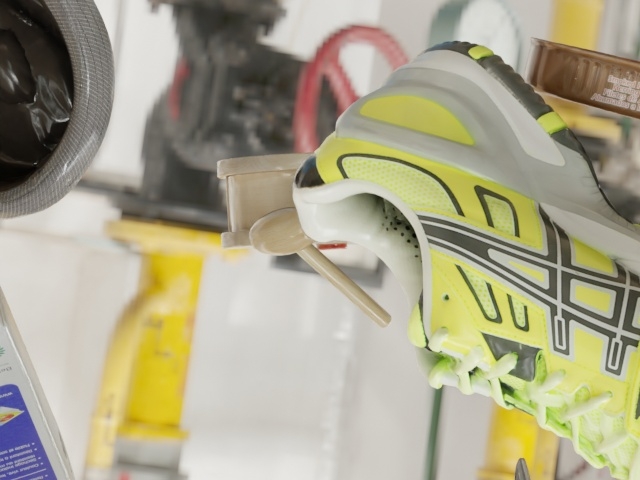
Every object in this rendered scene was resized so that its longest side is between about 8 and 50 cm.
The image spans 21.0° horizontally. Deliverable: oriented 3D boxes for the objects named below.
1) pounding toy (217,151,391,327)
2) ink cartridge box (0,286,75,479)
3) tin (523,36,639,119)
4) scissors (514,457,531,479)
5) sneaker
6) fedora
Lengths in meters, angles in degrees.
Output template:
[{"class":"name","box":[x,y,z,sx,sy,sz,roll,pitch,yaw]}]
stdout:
[{"class":"pounding toy","box":[0.000,0.000,1.499,0.154,0.155,0.269,-4,178,34]},{"class":"ink cartridge box","box":[-0.265,0.143,1.188,0.165,0.065,0.332,-16,145,-8]},{"class":"tin","box":[0.215,-0.089,1.067,0.190,0.040,0.106,18,-174,30]},{"class":"scissors","box":[0.097,0.214,0.618,0.021,0.297,0.109,1,161,-7]},{"class":"sneaker","box":[0.136,0.058,0.974,0.384,0.147,0.145,47,160,27]},{"class":"fedora","box":[-0.279,-0.152,1.405,0.275,0.244,0.124,46,-165,1]}]
